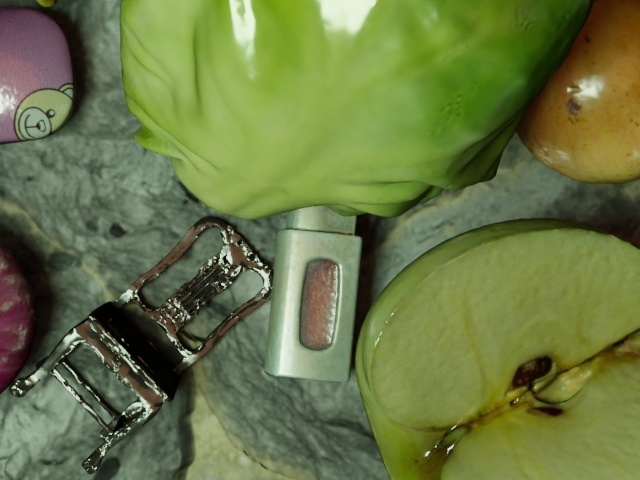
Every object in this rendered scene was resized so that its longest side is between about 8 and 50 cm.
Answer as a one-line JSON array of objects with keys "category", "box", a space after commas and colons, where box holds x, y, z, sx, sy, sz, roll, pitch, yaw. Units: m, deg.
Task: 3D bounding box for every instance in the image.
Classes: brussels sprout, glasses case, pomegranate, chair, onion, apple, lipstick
[{"category": "brussels sprout", "box": [0.038, -0.242, 0.853, 0.342, 0.361, 0.425, 8, 72, -18]}, {"category": "glasses case", "box": [-0.377, -0.137, 1.007, 0.316, 0.076, 0.123, -6, 92, -2]}, {"category": "pomegranate", "box": [0.246, -0.141, 0.996, 0.191, 0.191, 0.191, 0, 91, -4]}, {"category": "chair", "box": [-0.150, 0.083, 1.013, 0.229, 0.113, 0.106, -43, 95, 1]}, {"category": "onion", "box": [-0.335, 0.068, 0.980, 0.177, 0.153, 0.177, 2, 84, -16]}, {"category": "apple", "box": [0.173, 0.135, 0.971, 0.257, 0.233, 0.295, -26, 82, -17]}, {"category": "lipstick", "box": [0.000, 0.000, 1.033, 0.079, 0.077, 0.253, 7, 86, -8]}]

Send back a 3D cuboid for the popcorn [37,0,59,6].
[{"category": "popcorn", "box": [-0.218, -0.282, 0.995, 0.145, 0.126, 0.126, -33, 82, -21]}]
